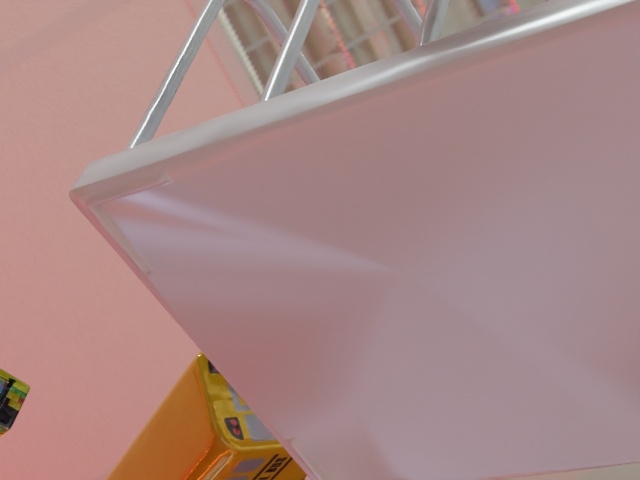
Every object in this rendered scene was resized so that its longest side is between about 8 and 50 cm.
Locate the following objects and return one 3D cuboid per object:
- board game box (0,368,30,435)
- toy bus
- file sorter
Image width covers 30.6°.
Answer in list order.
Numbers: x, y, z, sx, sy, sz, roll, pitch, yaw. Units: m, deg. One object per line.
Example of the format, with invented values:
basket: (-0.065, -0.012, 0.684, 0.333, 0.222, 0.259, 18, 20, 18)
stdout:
board game box: (-0.347, 0.118, 0.954, 0.170, 0.141, 0.048, 35, -136, -20)
toy bus: (-0.114, 0.227, 1.103, 0.130, 0.108, 0.333, 0, -36, -34)
file sorter: (0.090, -0.038, 0.457, 0.193, 0.277, 0.173, 54, -142, -31)
